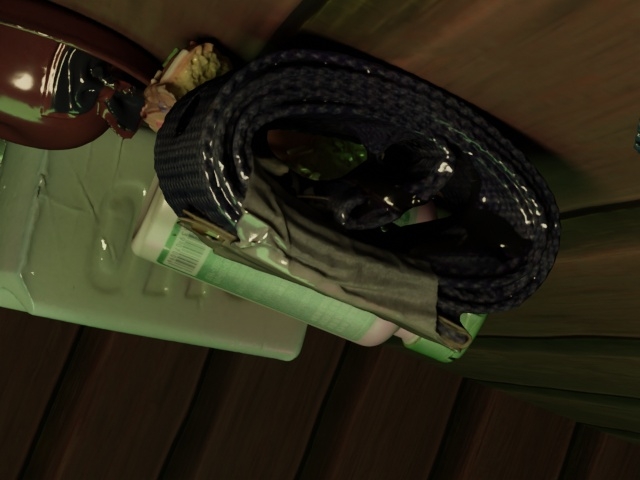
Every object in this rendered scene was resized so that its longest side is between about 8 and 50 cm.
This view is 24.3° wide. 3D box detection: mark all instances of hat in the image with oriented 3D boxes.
[{"bbox_3d":[-0.210,-0.116,1.074,0.205,0.089,0.205,20,172,3],"label":"hat"}]

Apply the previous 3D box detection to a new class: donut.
[{"bbox_3d":[-0.045,-0.078,0.977,0.166,0.065,0.117,26,170,-26],"label":"donut"}]

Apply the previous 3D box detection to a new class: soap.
[{"bbox_3d":[-0.137,-0.003,1.274,0.289,0.173,0.095,14,177,-36],"label":"soap"}]

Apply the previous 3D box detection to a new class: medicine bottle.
[{"bbox_3d":[0.000,0.000,1.162,0.274,0.133,0.133,23,173,-9],"label":"medicine bottle"}]

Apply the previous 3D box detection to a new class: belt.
[{"bbox_3d":[0.018,-0.026,0.879,0.230,0.139,0.126,21,172,-21],"label":"belt"}]

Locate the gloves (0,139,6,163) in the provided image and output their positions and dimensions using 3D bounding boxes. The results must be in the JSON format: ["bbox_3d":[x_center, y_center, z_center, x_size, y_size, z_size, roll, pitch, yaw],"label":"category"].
[{"bbox_3d":[-0.298,-0.107,1.355,0.212,0.111,0.127,30,166,-13],"label":"gloves"}]

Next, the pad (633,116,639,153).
[{"bbox_3d":[0.269,-0.031,0.638,0.270,0.012,0.269,20,173,13],"label":"pad"}]
